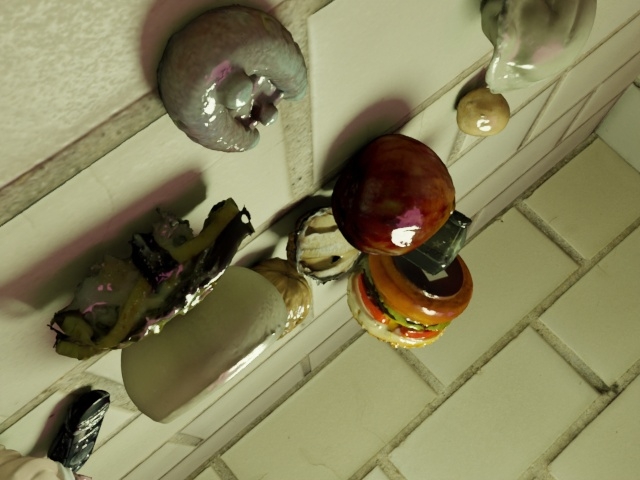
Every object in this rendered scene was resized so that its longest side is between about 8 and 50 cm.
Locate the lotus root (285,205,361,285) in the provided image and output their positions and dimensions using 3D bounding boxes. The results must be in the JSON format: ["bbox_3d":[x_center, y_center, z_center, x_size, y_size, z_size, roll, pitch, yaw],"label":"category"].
[{"bbox_3d":[-0.001,0.000,1.311,0.329,0.078,0.167,-1,101,-66],"label":"lotus root"}]

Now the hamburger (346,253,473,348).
[{"bbox_3d":[0.248,0.137,1.863,0.330,0.330,0.250,-27,161,-44],"label":"hamburger"}]

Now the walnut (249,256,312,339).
[{"bbox_3d":[-0.101,0.125,1.286,0.155,0.155,0.184,-23,158,-50],"label":"walnut"}]

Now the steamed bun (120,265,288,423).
[{"bbox_3d":[-0.195,0.143,1.034,0.283,0.177,0.283,-37,178,-1],"label":"steamed bun"}]

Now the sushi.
[{"bbox_3d":[-0.220,0.051,0.857,0.291,0.131,0.139,-44,-171,-20],"label":"sushi"}]

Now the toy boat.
[{"bbox_3d":[-0.078,-0.155,0.690,0.155,0.085,0.227,-43,165,6],"label":"toy boat"}]

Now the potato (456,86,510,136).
[{"bbox_3d":[0.346,-0.273,1.386,0.112,0.112,0.147,-51,169,31],"label":"potato"}]

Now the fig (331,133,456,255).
[{"bbox_3d":[0.134,-0.081,1.201,0.224,0.224,0.263,-51,166,30],"label":"fig"}]

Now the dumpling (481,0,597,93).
[{"bbox_3d":[0.332,-0.375,1.036,0.175,0.243,0.227,-5,168,37],"label":"dumpling"}]

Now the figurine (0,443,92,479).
[{"bbox_3d":[-0.500,0.451,1.052,0.253,0.211,0.361,-30,159,-22],"label":"figurine"}]

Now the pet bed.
[{"bbox_3d":[0.228,-0.043,1.471,0.159,0.211,0.183,-55,172,-9],"label":"pet bed"}]

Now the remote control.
[{"bbox_3d":[-0.456,0.353,1.221,0.090,0.066,0.266,-45,168,-52],"label":"remote control"}]
